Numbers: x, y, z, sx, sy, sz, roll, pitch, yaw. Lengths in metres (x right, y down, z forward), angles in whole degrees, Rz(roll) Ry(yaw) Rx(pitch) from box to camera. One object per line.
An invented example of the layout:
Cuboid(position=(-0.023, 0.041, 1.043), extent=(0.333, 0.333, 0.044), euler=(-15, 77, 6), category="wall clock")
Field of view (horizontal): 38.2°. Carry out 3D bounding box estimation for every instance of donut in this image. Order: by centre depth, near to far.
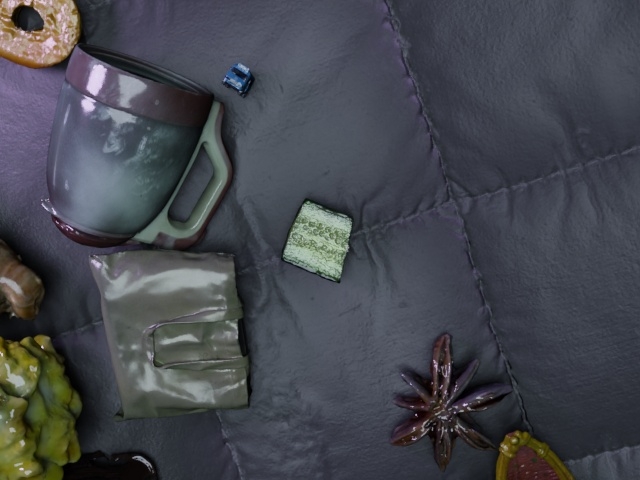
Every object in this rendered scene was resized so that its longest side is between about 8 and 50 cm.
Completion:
Cuboid(position=(-0.486, -0.375, 1.573), extent=(0.178, 0.065, 0.162), euler=(29, 101, -1), category="donut")

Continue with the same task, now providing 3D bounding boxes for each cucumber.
Cuboid(position=(0.000, 0.000, 1.583), extent=(0.115, 0.062, 0.117), euler=(22, 89, -1), category="cucumber")

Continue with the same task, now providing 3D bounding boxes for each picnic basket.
Cuboid(position=(-0.383, 0.532, 1.618), extent=(0.222, 0.129, 0.297), euler=(-5, 96, 2), category="picnic basket")

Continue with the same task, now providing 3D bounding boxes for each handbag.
Cuboid(position=(-0.250, 0.160, 1.582), extent=(0.253, 0.109, 0.316), euler=(-4, 107, 0), category="handbag")

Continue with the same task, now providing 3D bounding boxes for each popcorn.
Cuboid(position=(-0.538, 0.308, 1.535), extent=(0.312, 0.312, 0.312), euler=(0, 95, 3), category="popcorn")

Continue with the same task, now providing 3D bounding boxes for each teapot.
Cuboid(position=(-0.297, -0.127, 1.528), extent=(0.314, 0.233, 0.312), euler=(15, 106, -25), category="teapot")

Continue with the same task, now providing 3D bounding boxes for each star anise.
Cuboid(position=(0.220, 0.282, 1.589), extent=(0.229, 0.093, 0.236), euler=(-10, 91, 9), category="star anise")

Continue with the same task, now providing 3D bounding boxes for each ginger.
Cuboid(position=(-0.641, 0.029, 1.571), extent=(0.375, 0.176, 0.256), euler=(31, 114, -2), category="ginger")

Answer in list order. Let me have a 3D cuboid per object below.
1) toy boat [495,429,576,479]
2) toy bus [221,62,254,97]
Cuboid(position=(0.388, 0.461, 1.592), extent=(0.141, 0.099, 0.318), euler=(-26, 96, 8), category="toy boat")
Cuboid(position=(-0.136, -0.270, 1.553), extent=(0.038, 0.083, 0.046), euler=(33, 93, 0), category="toy bus")
